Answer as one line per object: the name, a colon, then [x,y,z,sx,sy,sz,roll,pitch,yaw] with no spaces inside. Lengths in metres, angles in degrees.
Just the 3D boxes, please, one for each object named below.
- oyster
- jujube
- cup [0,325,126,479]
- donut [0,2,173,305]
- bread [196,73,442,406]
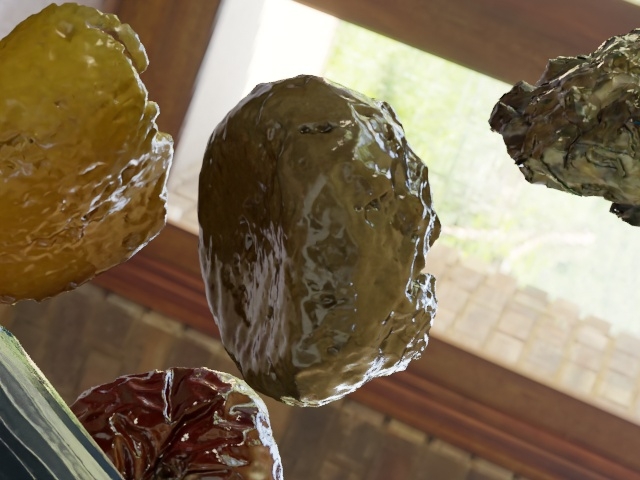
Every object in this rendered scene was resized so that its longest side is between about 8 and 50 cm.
oyster: [0.228,-0.093,0.931,0.092,0.198,0.259,61,3,-35]
jujube: [-0.156,0.226,1.236,0.213,0.232,0.213,167,-90,-79]
cup: [-0.130,0.120,0.563,0.150,0.138,0.113,14,113,-53]
donut: [-0.312,-0.162,0.978,0.163,0.378,0.435,90,-19,-67]
bread: [0.000,0.000,0.896,0.230,0.123,0.230,15,-73,63]
